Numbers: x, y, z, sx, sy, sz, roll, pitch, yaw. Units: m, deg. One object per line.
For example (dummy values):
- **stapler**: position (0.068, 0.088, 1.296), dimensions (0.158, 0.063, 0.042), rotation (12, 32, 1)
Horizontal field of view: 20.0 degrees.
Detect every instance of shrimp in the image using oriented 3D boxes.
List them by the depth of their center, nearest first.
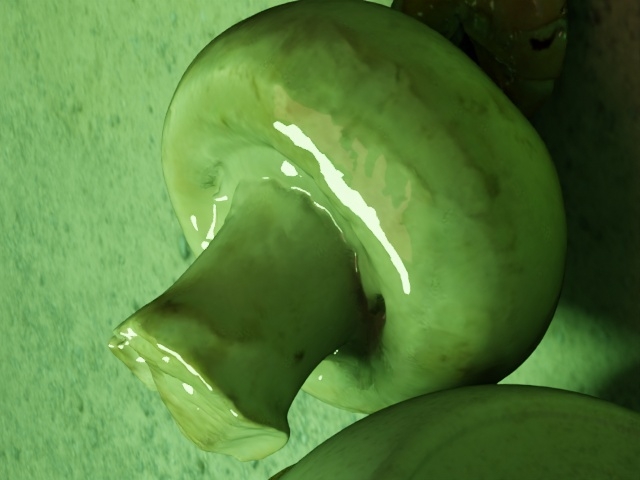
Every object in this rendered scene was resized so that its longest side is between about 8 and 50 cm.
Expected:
- **shrimp**: position (0.093, -0.128, 1.253), dimensions (0.145, 0.061, 0.267), rotation (56, 142, 11)

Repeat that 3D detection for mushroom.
- **mushroom**: position (0.000, 0.000, 1.170), dimensions (0.297, 0.290, 0.298), rotation (30, 141, 28)

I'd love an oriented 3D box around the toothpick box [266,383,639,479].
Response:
- **toothpick box**: position (0.091, 0.321, 1.132), dimensions (0.409, 0.409, 0.425), rotation (57, 144, 25)
